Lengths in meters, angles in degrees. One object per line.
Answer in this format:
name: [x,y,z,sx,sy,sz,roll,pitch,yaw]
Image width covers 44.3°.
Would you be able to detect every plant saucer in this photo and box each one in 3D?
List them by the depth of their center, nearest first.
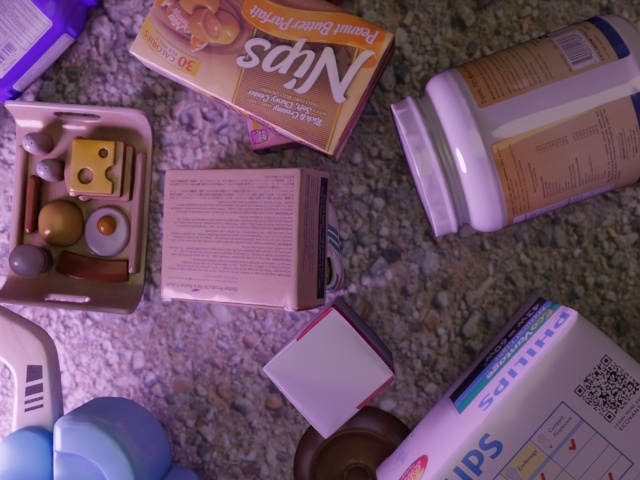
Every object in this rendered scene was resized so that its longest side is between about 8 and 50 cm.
plant saucer: [0.056,0.346,1.163,0.199,0.036,0.198,0,90,5]

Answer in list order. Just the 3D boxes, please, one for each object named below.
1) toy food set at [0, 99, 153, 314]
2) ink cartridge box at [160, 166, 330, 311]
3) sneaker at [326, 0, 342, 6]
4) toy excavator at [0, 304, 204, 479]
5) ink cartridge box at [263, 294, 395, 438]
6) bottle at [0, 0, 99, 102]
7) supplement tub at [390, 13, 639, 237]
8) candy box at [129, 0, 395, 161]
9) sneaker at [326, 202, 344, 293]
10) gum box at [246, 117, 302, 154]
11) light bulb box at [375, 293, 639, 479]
toy food set: [-0.375,-0.051,1.174,0.220,0.092,0.305,4,91,6]
ink cartridge box: [-0.108,-0.005,1.114,0.235,0.088,0.193,3,91,28]
sneaker: [-0.083,-0.442,1.149,0.299,0.121,0.112,41,123,3]
toy excavator: [-0.373,0.273,1.114,0.433,0.222,0.444,1,87,4]
ink cartridge box: [0.017,0.169,1.097,0.128,0.176,0.127,-43,89,5]
bottle: [-0.418,-0.339,1.177,0.283,0.092,0.118,-45,78,3]
supplement tub: [0.271,-0.144,1.047,0.317,0.228,0.228,-19,88,5]
candy box: [-0.077,-0.262,1.085,0.317,0.087,0.182,27,91,4]
sneaker: [0.000,0.000,1.148,0.057,0.075,0.161,-11,89,5]
gum box: [-0.060,-0.230,1.160,0.107,0.062,0.188,-10,89,5]
light bulb box: [0.322,0.321,1.027,0.361,0.225,0.358,41,92,-1]
